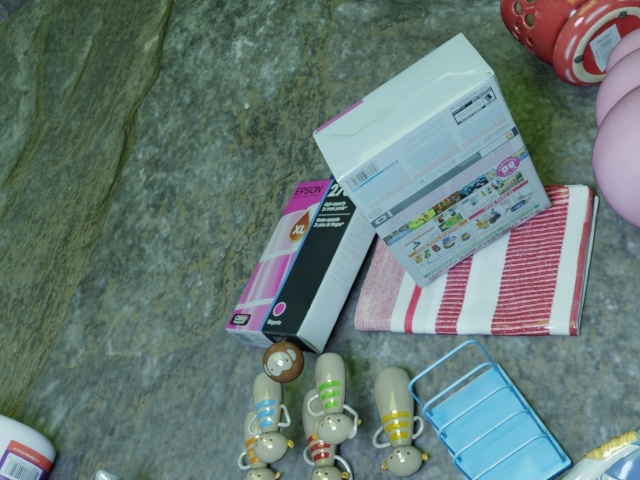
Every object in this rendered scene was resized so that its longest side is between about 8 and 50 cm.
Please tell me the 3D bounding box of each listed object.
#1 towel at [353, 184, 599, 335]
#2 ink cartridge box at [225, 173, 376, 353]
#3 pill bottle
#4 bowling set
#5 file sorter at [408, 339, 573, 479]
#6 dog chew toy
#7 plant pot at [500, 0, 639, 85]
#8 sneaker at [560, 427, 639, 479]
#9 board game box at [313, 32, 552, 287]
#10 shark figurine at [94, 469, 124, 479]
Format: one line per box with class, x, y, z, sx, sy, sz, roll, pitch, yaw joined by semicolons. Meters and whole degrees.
towel;0.218;0.027;1.311;0.329;0.037;0.237;-2;57;31
ink cartridge box;0.000;0.000;1.428;0.176;0.069;0.370;-2;52;48
pill bottle;-0.549;0.427;1.385;0.182;0.181;0.322;3;58;34
bowling set;-0.027;0.240;1.197;0.287;0.200;0.154;-23;49;21
file sorter;0.201;0.226;1.121;0.118;0.104;0.170;-36;46;4
dog chew toy;0.457;-0.164;1.203;0.207;0.206;0.331;-15;42;23
plant pot;0.396;-0.344;1.379;0.191;0.191;0.174;-35;52;5
sneaker;0.315;0.304;1.010;0.297;0.112;0.131;-33;63;8
board game box;0.156;-0.091;1.200;0.224;0.303;0.097;-33;51;6
shark figurine;-0.311;0.447;1.303;0.278;0.166;0.116;-53;15;14
